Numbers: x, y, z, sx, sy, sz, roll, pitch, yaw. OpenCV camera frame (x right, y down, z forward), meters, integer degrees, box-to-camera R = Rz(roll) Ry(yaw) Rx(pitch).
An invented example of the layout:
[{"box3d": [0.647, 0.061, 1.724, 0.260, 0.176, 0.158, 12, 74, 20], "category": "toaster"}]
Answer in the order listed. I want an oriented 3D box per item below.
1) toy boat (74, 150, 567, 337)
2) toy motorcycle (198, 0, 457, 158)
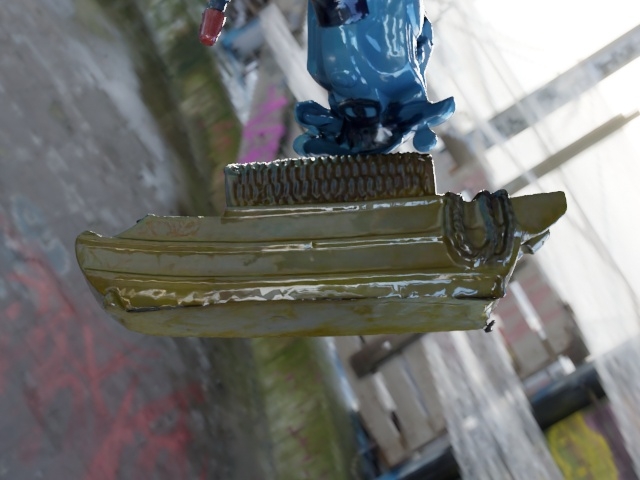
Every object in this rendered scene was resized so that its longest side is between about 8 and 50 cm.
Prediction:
[{"box3d": [0.000, 0.000, 0.771, 0.089, 0.310, 0.115, 80, 9, -68], "category": "toy boat"}, {"box3d": [0.015, -0.155, 0.808, 0.272, 0.123, 0.182, 50, 47, -52], "category": "toy motorcycle"}]
